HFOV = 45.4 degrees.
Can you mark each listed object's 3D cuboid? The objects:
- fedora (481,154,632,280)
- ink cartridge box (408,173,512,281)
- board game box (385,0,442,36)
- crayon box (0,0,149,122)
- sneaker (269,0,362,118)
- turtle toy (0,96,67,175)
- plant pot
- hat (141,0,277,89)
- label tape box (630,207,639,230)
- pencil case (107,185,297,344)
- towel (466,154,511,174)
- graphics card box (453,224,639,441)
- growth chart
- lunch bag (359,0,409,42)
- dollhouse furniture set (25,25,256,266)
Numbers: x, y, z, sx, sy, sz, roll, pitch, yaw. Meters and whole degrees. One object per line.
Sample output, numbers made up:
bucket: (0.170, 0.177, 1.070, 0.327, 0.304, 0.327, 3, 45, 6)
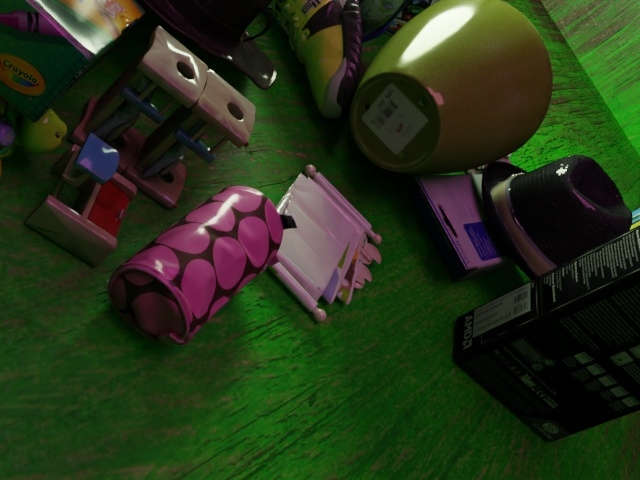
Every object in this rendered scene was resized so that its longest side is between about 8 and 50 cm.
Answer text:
fedora: (0.422, -0.042, 1.285, 0.334, 0.152, 0.334, 31, 39, -30)
ink cartridge box: (0.248, -0.026, 1.253, 0.332, 0.065, 0.165, -5, 66, -55)
board game box: (0.121, -0.482, 1.365, 0.305, 0.193, 0.053, 16, 50, -45)
crayon box: (-0.261, -0.228, 0.695, 0.165, 0.081, 0.278, 43, 18, -19)
sneaker: (-0.022, -0.357, 1.160, 0.147, 0.145, 0.385, -6, 72, -8)
turtle toy: (-0.281, -0.102, 0.643, 0.130, 0.066, 0.095, 17, 50, -44)
plant pot: (0.168, -0.207, 1.134, 0.275, 0.275, 0.293, 56, 38, -1)
hat: (-0.130, -0.341, 0.912, 0.331, 0.134, 0.331, 41, 19, -17)
label tape box: (0.594, 0.066, 1.440, 0.115, 0.249, 0.348, 51, 34, -7)
pencil case: (-0.110, 0.022, 0.739, 0.209, 0.095, 0.098, -44, 119, -54)
towel: (0.273, -0.256, 1.495, 0.187, 0.049, 0.282, -20, 78, -57)
graphics card box: (0.394, 0.126, 1.027, 0.233, 0.371, 0.094, 40, 37, -21)
growth chart: (0.000, 0.000, 0.954, 0.172, 0.021, 0.237, 51, 33, -9)
lunch bag: (0.067, -0.408, 1.271, 0.096, 0.151, 0.129, 9, 55, -36)
dollhouse furniture set: (-0.158, -0.074, 0.717, 0.129, 0.129, 0.184, 37, 37, -27)
